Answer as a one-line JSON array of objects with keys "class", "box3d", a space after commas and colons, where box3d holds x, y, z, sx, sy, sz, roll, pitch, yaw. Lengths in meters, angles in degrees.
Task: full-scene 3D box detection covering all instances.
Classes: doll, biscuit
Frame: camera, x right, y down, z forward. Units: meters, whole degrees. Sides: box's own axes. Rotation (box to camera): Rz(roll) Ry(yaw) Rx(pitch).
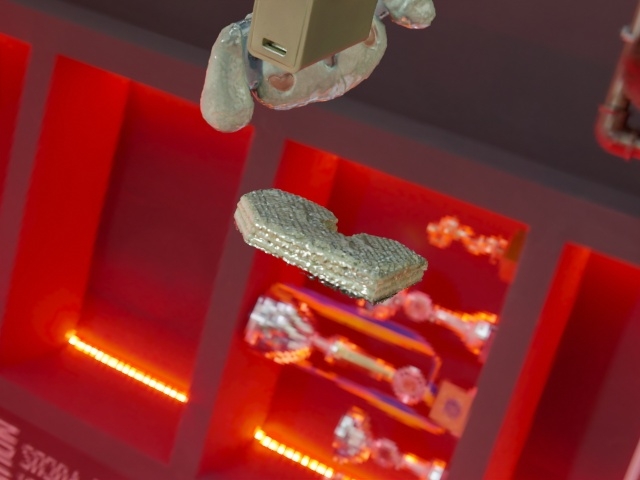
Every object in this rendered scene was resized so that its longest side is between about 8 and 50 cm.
[{"class": "doll", "box3d": [-0.007, -0.163, 0.865, 0.214, 0.071, 0.103, -27, -61, -6]}, {"class": "biscuit", "box3d": [0.000, 0.000, 1.281, 0.147, 0.250, 0.046, -16, -54, -57]}]

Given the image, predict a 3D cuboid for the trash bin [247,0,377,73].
[{"class": "trash bin", "box3d": [-0.002, -0.152, 0.691, 0.092, 0.043, 0.060, -31, -39, -52]}]
